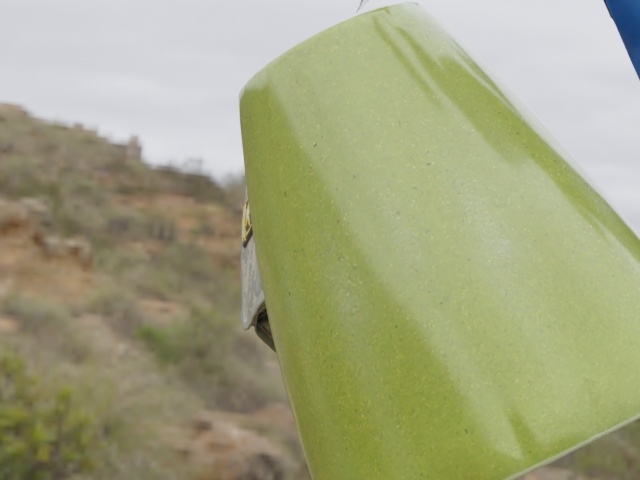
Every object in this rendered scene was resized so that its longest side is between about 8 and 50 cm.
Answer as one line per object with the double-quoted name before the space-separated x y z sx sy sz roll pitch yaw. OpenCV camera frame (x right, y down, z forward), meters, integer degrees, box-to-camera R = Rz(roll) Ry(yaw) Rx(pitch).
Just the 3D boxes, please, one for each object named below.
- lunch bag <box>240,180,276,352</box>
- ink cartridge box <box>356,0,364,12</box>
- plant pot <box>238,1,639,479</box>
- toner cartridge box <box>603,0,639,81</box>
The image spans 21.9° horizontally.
"lunch bag" 0.000 0.000 1.810 0.169 0.235 0.287 -9 -27 19
"ink cartridge box" 0.083 -0.299 1.555 0.056 0.171 0.235 46 0 -6
"plant pot" 0.071 0.007 1.059 0.274 0.294 0.275 -25 -8 -4
"toner cartridge box" 0.285 -0.136 1.116 0.075 0.348 0.165 -9 28 43
